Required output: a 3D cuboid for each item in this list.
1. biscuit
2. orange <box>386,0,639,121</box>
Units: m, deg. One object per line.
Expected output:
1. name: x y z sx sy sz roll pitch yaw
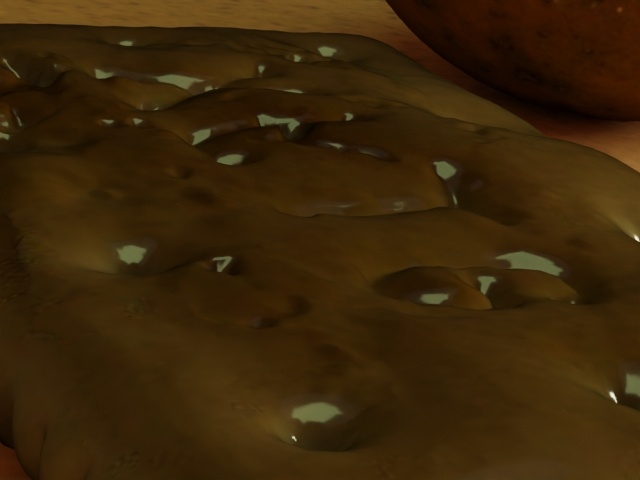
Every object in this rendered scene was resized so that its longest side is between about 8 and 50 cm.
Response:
1. biscuit: 0.000 0.000 0.466 0.217 0.044 0.325 -4 22 -27
2. orange: 0.117 -0.133 0.695 0.240 0.171 0.240 4 23 -2
